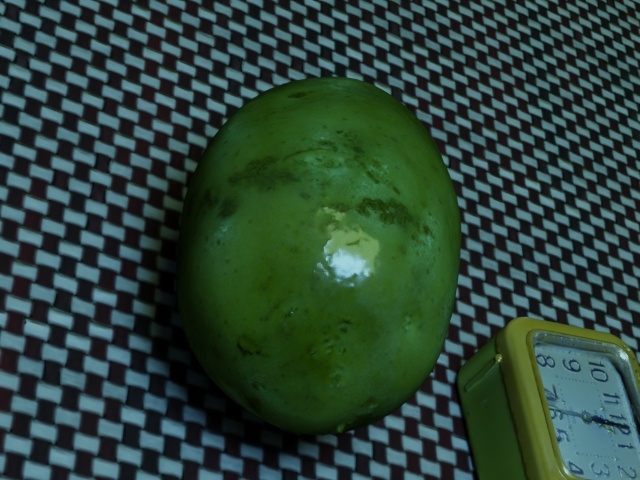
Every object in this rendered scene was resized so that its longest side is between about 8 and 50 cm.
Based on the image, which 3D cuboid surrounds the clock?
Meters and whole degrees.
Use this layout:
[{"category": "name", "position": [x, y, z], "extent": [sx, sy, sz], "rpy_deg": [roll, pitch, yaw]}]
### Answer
[{"category": "clock", "position": [0.199, 0.170, 1.114], "extent": [0.143, 0.096, 0.202], "rpy_deg": [9, 51, -27]}]

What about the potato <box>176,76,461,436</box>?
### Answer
[{"category": "potato", "position": [0.003, 0.000, 1.028], "extent": [0.216, 0.216, 0.304], "rpy_deg": [31, 46, -11]}]
